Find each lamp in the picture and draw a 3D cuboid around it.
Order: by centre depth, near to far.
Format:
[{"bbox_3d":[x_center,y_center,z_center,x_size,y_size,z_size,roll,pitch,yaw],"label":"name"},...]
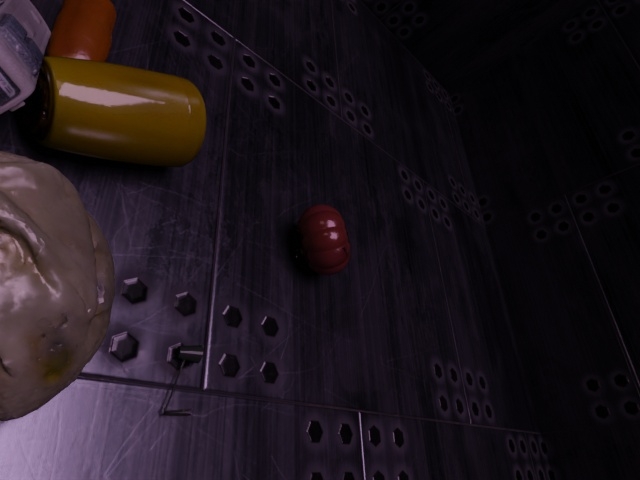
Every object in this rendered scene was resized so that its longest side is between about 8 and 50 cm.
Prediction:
[{"bbox_3d":[-0.237,0.236,0.746,0.054,0.041,0.121,19,51,-33],"label":"lamp"},{"bbox_3d":[0.000,0.000,1.082,0.182,0.140,0.182,168,-90,-84],"label":"lamp"}]

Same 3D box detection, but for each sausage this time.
[{"bbox_3d":[-0.454,-0.393,0.832,0.098,0.098,0.238,24,49,-40],"label":"sausage"}]

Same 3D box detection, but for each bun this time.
[{"bbox_3d":[-0.409,0.035,0.511,0.365,0.219,0.365,26,53,-40],"label":"bun"}]

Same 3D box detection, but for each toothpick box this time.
[{"bbox_3d":[-0.360,-0.225,0.771,0.271,0.175,0.175,-5,72,-48],"label":"toothpick box"}]

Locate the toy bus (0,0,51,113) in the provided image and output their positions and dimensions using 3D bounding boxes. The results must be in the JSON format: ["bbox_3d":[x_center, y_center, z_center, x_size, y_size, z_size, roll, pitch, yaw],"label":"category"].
[{"bbox_3d":[-0.462,-0.260,0.602,0.342,0.138,0.097,55,-10,47],"label":"toy bus"}]
